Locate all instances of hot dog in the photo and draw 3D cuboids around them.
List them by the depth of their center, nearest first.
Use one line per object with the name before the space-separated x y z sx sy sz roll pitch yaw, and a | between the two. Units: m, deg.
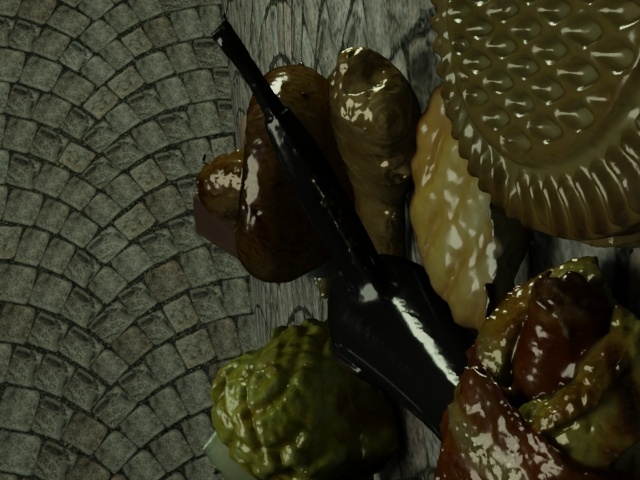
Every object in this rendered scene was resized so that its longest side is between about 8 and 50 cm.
hot dog | 0.118 0.113 0.460 0.146 0.103 0.213 -114 23 -66

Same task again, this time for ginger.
ginger | 0.060 -0.051 0.832 0.131 0.086 0.295 -123 21 -53

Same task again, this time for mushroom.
mushroom | -0.037 -0.078 1.024 0.283 0.195 0.264 170 104 -64

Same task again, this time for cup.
cup | 0.000 0.000 1.204 0.100 0.078 0.077 -127 38 -66

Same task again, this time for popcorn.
popcorn | -0.007 0.223 1.033 0.252 0.206 0.237 56 160 -12

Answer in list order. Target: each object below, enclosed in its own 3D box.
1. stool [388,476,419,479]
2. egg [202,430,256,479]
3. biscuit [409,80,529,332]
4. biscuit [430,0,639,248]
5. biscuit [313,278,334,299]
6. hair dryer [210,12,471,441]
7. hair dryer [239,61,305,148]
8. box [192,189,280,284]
stool | 0.033 0.425 0.926 0.270 0.170 0.244 99 165 -55
egg | -0.054 0.324 1.445 0.206 0.161 0.271 53 -158 6
biscuit | 0.108 -0.035 0.567 0.118 0.061 0.183 -144 50 -59
biscuit | 0.120 -0.118 0.367 0.259 0.079 0.259 177 90 -73
biscuit | -0.006 -0.054 1.328 0.141 0.038 0.290 104 157 -61
hair dryer | 0.013 -0.009 0.651 0.360 0.120 0.304 58 -179 -17
hair dryer | -0.067 -0.216 1.530 0.344 0.106 0.190 118 149 -57
box | -0.128 -0.027 1.542 0.086 0.215 0.215 -56 -3 -19
